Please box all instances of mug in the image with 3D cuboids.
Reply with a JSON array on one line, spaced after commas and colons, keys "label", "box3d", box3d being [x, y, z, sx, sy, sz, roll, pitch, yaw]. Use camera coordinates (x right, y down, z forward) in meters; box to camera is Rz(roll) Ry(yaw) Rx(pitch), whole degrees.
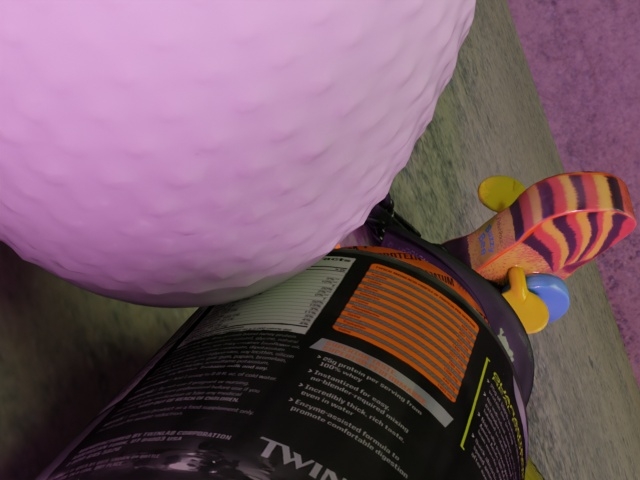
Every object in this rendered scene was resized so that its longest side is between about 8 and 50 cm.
[{"label": "mug", "box3d": [-0.045, -0.167, 0.517, 0.328, 0.276, 0.374, 93, 21, -50]}]

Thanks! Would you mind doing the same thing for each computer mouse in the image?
[{"label": "computer mouse", "box3d": [0.113, 0.042, 1.048, 0.272, 0.072, 0.188, 58, 6, 31]}]

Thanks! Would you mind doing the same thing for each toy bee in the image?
[{"label": "toy bee", "box3d": [0.177, 0.035, 1.221, 0.162, 0.298, 0.195, 16, 25, -21]}]

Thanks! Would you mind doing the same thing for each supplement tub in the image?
[{"label": "supplement tub", "box3d": [-0.010, 0.129, 0.573, 0.207, 0.207, 0.338, 69, 20, -11]}]

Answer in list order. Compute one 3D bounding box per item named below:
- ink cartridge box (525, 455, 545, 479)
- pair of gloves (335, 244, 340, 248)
[{"label": "ink cartridge box", "box3d": [0.179, 0.244, 1.052, 0.307, 0.072, 0.303, 38, 16, -54]}, {"label": "pair of gloves", "box3d": [0.000, 0.000, 1.006, 0.083, 0.010, 0.074, 24, 51, -64]}]
